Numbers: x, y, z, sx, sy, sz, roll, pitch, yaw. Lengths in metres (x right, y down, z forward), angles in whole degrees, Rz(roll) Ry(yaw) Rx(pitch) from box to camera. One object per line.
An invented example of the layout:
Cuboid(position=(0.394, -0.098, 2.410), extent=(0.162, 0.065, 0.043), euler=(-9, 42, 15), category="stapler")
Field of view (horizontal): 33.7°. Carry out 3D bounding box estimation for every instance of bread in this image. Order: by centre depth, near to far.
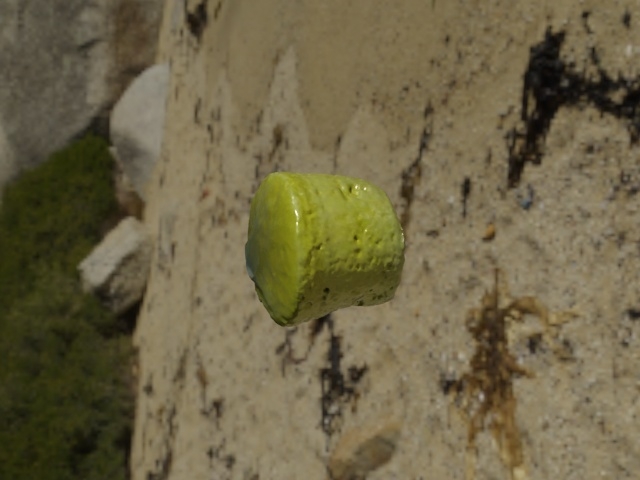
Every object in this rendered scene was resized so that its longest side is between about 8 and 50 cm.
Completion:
Cuboid(position=(0.000, 0.000, 0.869), extent=(0.111, 0.114, 0.129), euler=(110, 147, -45), category="bread")
